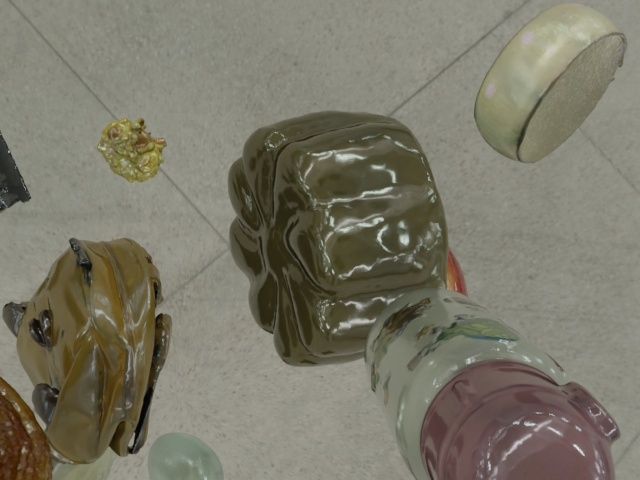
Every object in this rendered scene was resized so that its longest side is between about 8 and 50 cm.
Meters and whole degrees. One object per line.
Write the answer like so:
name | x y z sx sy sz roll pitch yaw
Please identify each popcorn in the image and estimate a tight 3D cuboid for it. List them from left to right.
popcorn | -0.234 -0.113 0.782 0.083 0.057 0.082 -11 100 5

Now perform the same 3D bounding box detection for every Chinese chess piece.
Chinese chess piece | 0.174 -0.118 0.476 0.122 0.122 0.051 -35 62 -18

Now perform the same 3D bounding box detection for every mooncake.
mooncake | 0.000 0.000 0.915 0.200 0.378 0.378 -10 78 -31

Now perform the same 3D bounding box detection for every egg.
egg | -0.315 0.530 1.438 0.209 0.151 0.151 32 67 34

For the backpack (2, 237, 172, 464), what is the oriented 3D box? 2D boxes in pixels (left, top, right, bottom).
backpack | -0.388 0.169 1.045 0.201 0.353 0.378 1 118 -38

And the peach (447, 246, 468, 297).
peach | 0.163 0.099 1.379 0.289 0.372 0.373 -22 81 4

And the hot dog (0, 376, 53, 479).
hot dog | -0.459 0.325 0.732 0.267 0.174 0.387 -38 54 6

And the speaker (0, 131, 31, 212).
speaker | -0.642 -0.044 0.861 0.388 0.184 0.180 -33 103 -49

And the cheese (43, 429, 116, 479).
cheese | -0.551 0.477 1.188 0.251 0.173 0.248 4 67 28

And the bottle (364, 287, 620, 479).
bottle | 0.104 0.111 0.421 0.120 0.253 0.120 -1 97 -5
